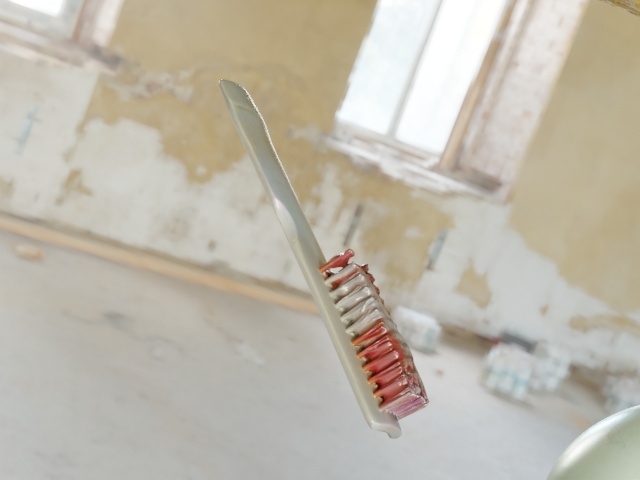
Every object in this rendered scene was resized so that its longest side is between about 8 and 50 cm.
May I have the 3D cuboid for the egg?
[{"bbox_3d":[0.361,0.296,1.503,0.182,0.264,0.183,23,31,-15],"label":"egg"}]

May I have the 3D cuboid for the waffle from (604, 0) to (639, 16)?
[{"bbox_3d":[0.194,-0.238,1.025,0.309,0.065,0.283,26,12,-13],"label":"waffle"}]

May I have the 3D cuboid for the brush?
[{"bbox_3d":[0.000,0.000,0.996,0.060,0.050,0.321,36,25,-60],"label":"brush"}]
